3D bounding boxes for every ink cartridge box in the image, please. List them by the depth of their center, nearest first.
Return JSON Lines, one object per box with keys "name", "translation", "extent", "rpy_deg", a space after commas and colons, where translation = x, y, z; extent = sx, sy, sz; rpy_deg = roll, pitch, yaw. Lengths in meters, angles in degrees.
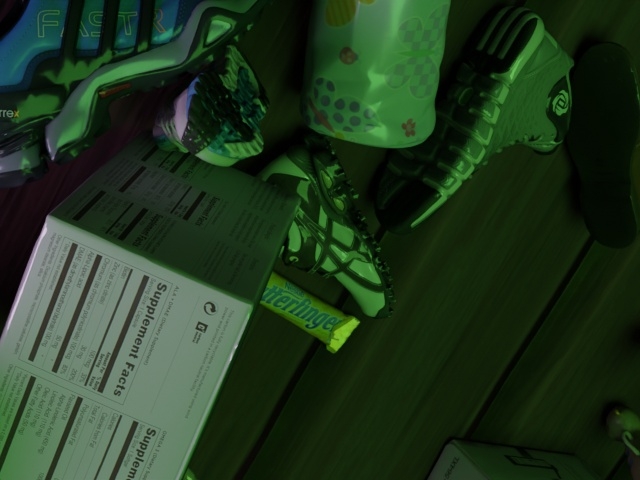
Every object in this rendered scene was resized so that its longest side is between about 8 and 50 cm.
{"name": "ink cartridge box", "translation": [0.204, 0.307, 1.460], "extent": [0.203, 0.086, 0.148], "rpy_deg": [12, 111, -36]}

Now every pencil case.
{"name": "pencil case", "translation": [0.057, -0.210, 1.045], "extent": [0.124, 0.113, 0.273], "rpy_deg": [-18, 127, -45]}

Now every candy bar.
{"name": "candy bar", "translation": [-0.027, 0.057, 1.217], "extent": [0.161, 0.018, 0.040], "rpy_deg": [33, 97, -40]}

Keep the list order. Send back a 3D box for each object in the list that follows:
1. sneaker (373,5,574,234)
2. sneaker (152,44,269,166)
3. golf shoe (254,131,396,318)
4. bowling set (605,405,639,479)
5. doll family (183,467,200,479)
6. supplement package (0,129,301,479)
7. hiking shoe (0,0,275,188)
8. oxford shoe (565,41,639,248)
{"name": "sneaker", "translation": [0.155, -0.084, 1.198], "extent": [0.132, 0.086, 0.229], "rpy_deg": [29, 100, -41]}
{"name": "sneaker", "translation": [-0.090, -0.085, 0.995], "extent": [0.083, 0.191, 0.071], "rpy_deg": [-31, 102, 12]}
{"name": "golf shoe", "translation": [0.000, 0.000, 1.171], "extent": [0.094, 0.077, 0.198], "rpy_deg": [-27, 122, -1]}
{"name": "bowling set", "translation": [0.382, 0.238, 1.512], "extent": [0.200, 0.154, 0.287], "rpy_deg": [-32, 133, 13]}
{"name": "doll family", "translation": [-0.182, 0.188, 1.117], "extent": [0.263, 0.163, 0.118], "rpy_deg": [21, 126, -33]}
{"name": "supplement package", "translation": [-0.130, 0.062, 0.979], "extent": [0.145, 0.262, 0.204], "rpy_deg": [23, 108, 0]}
{"name": "hiking shoe", "translation": [-0.145, -0.167, 0.952], "extent": [0.304, 0.113, 0.132], "rpy_deg": [-40, 110, -17]}
{"name": "oxford shoe", "translation": [0.283, -0.101, 1.287], "extent": [0.076, 0.076, 0.212], "rpy_deg": [-44, 136, -41]}
